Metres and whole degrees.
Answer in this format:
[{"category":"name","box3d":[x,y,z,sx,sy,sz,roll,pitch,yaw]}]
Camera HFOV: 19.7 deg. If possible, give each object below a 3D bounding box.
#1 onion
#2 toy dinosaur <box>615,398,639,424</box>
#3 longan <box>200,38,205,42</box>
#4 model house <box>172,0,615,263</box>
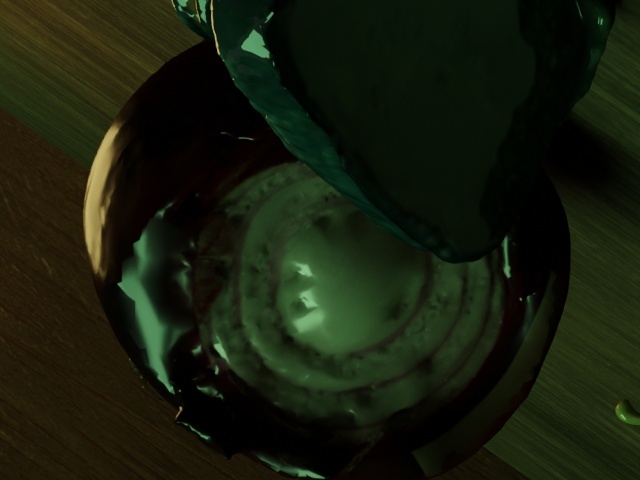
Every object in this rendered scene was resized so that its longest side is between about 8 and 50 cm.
[{"category":"onion","box3d":[0.001,-0.008,1.288,0.341,0.341,0.341,34,171,6]},{"category":"toy dinosaur","box3d":[0.337,0.196,1.462,0.152,0.177,0.194,43,170,-38]},{"category":"longan","box3d":[-0.067,-0.145,1.530,0.075,0.075,0.083,36,152,-7]},{"category":"model house","box3d":[-0.015,-0.153,0.971,0.291,0.184,0.253,34,177,40]}]
